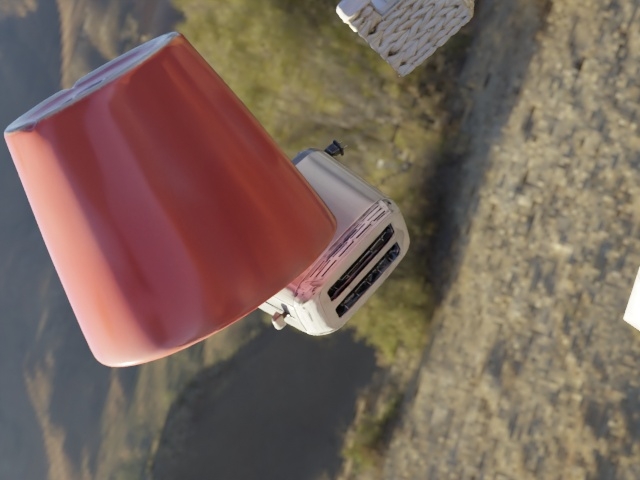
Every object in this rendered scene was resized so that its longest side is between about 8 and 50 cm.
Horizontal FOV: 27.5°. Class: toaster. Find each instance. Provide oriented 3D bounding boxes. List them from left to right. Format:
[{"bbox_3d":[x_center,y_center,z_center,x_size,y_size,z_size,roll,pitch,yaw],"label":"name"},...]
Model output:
[{"bbox_3d":[0.000,0.000,1.506,0.227,0.146,0.129,-46,-31,-16],"label":"toaster"}]

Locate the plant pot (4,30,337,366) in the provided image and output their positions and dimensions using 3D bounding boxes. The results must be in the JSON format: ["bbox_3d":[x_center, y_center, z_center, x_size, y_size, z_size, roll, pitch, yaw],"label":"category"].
[{"bbox_3d":[-0.160,-0.051,1.264,0.275,0.243,0.275,-28,16,9],"label":"plant pot"}]

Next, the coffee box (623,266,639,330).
[{"bbox_3d":[0.506,0.104,1.590,0.098,0.246,0.141,-44,-24,-20],"label":"coffee box"}]

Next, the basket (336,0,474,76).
[{"bbox_3d":[0.095,-0.253,1.381,0.113,0.103,0.167,-41,10,16],"label":"basket"}]
